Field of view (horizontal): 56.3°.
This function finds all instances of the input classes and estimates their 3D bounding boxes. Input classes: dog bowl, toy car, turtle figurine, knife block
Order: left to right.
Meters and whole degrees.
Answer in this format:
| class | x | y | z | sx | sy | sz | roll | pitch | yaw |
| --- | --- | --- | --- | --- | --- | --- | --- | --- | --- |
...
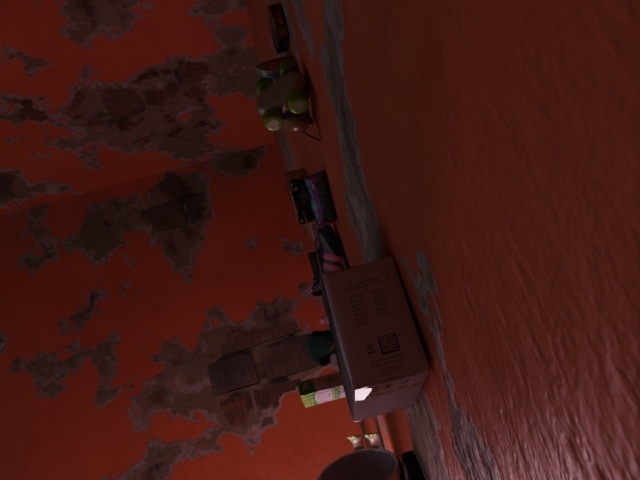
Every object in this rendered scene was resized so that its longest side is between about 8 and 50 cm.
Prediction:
| class | x | y | z | sx | sy | sz | roll | pitch | yaw |
| --- | --- | --- | --- | --- | --- | --- | --- | --- | --- |
| toy car | -0.058 | -0.329 | 1.521 | 0.188 | 0.149 | 0.155 | 37 | -150 | -45 |
| knife block | -0.071 | -0.185 | 2.246 | 0.242 | 0.088 | 0.276 | 89 | 165 | -71 |
| dog bowl | 0.126 | 0.754 | 1.831 | 0.265 | 0.264 | 0.104 | -135 | 27 | -82 |
| turtle figurine | 0.152 | 0.855 | 2.199 | 0.198 | 0.274 | 0.266 | 125 | 140 | -65 |

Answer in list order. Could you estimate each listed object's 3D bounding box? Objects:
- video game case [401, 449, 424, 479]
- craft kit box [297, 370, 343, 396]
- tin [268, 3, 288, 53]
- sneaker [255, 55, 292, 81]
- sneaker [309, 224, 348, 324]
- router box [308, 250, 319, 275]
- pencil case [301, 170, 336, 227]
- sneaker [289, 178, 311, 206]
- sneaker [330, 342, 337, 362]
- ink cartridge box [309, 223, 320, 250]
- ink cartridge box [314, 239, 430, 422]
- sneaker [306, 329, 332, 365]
| class | x | y | z | sx | sy | sz | roll | pitch | yaw |
| --- | --- | --- | --- | --- | --- | --- | --- | --- | --- |
| video game case | 0.255 | 0.680 | 1.410 | 0.248 | 0.035 | 0.275 | -110 | 7 | -53 |
| craft kit box | 0.050 | 0.509 | 2.081 | 0.250 | 0.246 | 0.061 | 85 | 167 | -66 |
| tin | -0.120 | -0.600 | 1.695 | 0.189 | 0.040 | 0.106 | -173 | 64 | -86 |
| sneaker | -0.120 | -0.472 | 1.760 | 0.302 | 0.108 | 0.121 | -92 | -12 | -71 |
| sneaker | 0.018 | 0.097 | 1.765 | 0.112 | 0.131 | 0.319 | 82 | 172 | -64 |
| router box | 0.016 | 0.091 | 2.048 | 0.038 | 0.092 | 0.123 | 86 | 168 | -71 |
| pencil case | -0.001 | -0.117 | 1.686 | 0.070 | 0.064 | 0.152 | -44 | -58 | -62 |
| sneaker | -0.036 | -0.137 | 1.761 | 0.170 | 0.051 | 0.089 | -16 | -59 | -54 |
| sneaker | 0.081 | 0.219 | 1.615 | 0.321 | 0.124 | 0.180 | 107 | 152 | -63 |
| ink cartridge box | 0.000 | 0.000 | 2.215 | 0.088 | 0.052 | 0.123 | 104 | 149 | -81 |
| ink cartridge box | 0.085 | 0.162 | 1.098 | 0.309 | 0.130 | 0.272 | 83 | 172 | -65 |
| sneaker | 0.043 | 0.331 | 1.966 | 0.295 | 0.178 | 0.124 | 85 | 169 | -68 |
